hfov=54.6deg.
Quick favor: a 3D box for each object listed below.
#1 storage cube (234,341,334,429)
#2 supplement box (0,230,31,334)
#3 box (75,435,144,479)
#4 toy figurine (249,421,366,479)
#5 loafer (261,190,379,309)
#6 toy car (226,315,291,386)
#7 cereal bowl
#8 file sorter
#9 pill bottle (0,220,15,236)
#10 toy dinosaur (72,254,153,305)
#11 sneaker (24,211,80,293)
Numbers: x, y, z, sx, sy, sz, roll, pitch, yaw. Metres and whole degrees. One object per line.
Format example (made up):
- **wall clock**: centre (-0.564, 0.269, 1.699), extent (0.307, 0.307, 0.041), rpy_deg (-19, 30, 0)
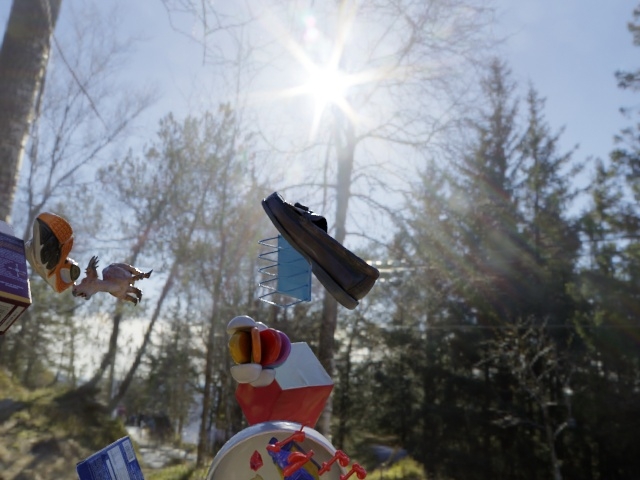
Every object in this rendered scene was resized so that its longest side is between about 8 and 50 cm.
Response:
- **storage cube**: centre (-0.104, 0.425, 1.764), extent (0.184, 0.193, 0.215), rpy_deg (4, 30, -36)
- **supplement box**: centre (-0.647, 0.080, 1.233), extent (0.104, 0.188, 0.081), rpy_deg (-43, -41, 16)
- **box**: centre (-0.555, 0.614, 1.615), extent (0.037, 0.136, 0.225), rpy_deg (-22, -5, 15)
- **toy figurine**: centre (-0.005, 0.526, 1.389), extent (0.362, 0.191, 0.217), rpy_deg (45, -3, -15)
- **loafer**: centre (0.000, 0.000, 1.198), extent (0.095, 0.302, 0.109), rpy_deg (-44, -29, 6)
- **toy car**: centre (-0.142, 0.265, 1.513), extent (0.136, 0.159, 0.182), rpy_deg (-17, -25, 15)
- **cereal bowl**: centre (-0.100, 0.571, 1.445), extent (0.339, 0.338, 0.141), rpy_deg (3, 9, -3)
- **file sorter**: centre (-0.100, 0.081, 1.657), extent (0.118, 0.170, 0.105), rpy_deg (12, 17, 38)
- **pill bottle**: centre (-0.815, 0.017, 1.511), extent (0.112, 0.111, 0.187), rpy_deg (12, -26, -38)
- **toy dinosaur**: centre (-0.665, 0.118, 1.997), extent (0.201, 0.127, 0.295), rpy_deg (20, 4, -6)
- **sneaker**: centre (-0.642, 0.018, 1.429), extent (0.121, 0.099, 0.262), rpy_deg (30, -39, 10)
